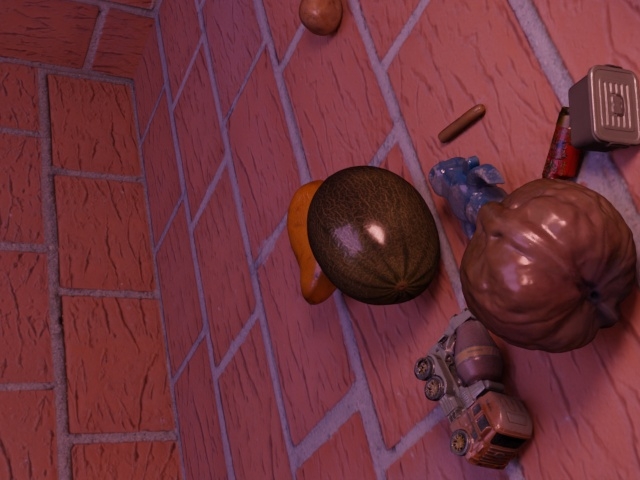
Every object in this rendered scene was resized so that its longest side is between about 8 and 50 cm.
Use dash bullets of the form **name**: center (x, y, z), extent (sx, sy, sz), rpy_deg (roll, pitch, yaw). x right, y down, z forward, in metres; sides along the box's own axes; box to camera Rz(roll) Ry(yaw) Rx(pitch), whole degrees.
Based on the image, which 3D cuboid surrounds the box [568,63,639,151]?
- **box**: center (0.406, -0.185, 1.230), extent (0.069, 0.084, 0.122), rpy_deg (152, 120, -67)

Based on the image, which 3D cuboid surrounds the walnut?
- **walnut**: center (0.316, 0.032, 1.209), extent (0.248, 0.249, 0.248), rpy_deg (-17, 71, 61)

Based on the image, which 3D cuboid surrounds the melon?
- **melon**: center (0.100, -0.009, 1.627), extent (0.301, 0.238, 0.237), rpy_deg (60, 137, 45)

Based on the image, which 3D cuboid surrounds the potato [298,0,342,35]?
- **potato**: center (-0.001, -0.556, 2.066), extent (0.147, 0.112, 0.111), rpy_deg (-145, 63, -67)

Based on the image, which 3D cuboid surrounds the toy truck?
- **toy truck**: center (0.260, 0.241, 1.425), extent (0.140, 0.108, 0.256), rpy_deg (-53, 37, 26)

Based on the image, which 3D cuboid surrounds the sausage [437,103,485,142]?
- **sausage**: center (0.260, -0.217, 1.580), extent (0.132, 0.024, 0.024), rpy_deg (-38, 53, 57)

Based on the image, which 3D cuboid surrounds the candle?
- **candle**: center (0.376, -0.138, 1.311), extent (0.052, 0.052, 0.130), rpy_deg (41, 122, 58)

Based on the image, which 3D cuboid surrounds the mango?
- **mango**: center (0.005, 0.000, 1.947), extent (0.177, 0.120, 0.294), rpy_deg (-37, 55, 46)

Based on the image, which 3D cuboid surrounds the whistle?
- **whistle**: center (0.271, -0.066, 1.462), extent (0.269, 0.093, 0.180), rpy_deg (-123, 21, -50)
